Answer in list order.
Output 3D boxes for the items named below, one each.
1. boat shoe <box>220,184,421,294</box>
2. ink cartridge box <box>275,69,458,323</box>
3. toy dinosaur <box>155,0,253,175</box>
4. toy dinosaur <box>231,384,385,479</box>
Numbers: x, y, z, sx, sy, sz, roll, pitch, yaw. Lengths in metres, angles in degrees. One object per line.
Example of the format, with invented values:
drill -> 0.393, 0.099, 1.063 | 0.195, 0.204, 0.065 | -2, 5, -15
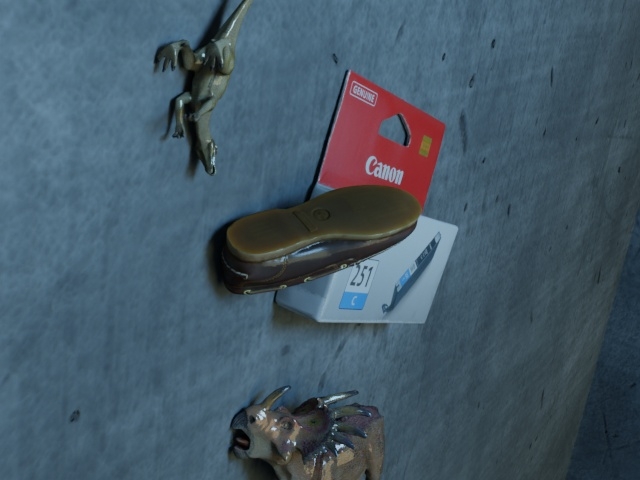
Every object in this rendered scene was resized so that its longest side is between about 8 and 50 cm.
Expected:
boat shoe -> 0.000, 0.000, 0.858 | 0.206, 0.073, 0.073 | -12, 137, -22
ink cartridge box -> 0.083, -0.034, 1.037 | 0.296, 0.066, 0.261 | 9, 99, -61
toy dinosaur -> -0.086, -0.143, 0.709 | 0.183, 0.053, 0.092 | -69, 168, 13
toy dinosaur -> 0.020, 0.244, 1.051 | 0.295, 0.127, 0.201 | -17, 115, -62
